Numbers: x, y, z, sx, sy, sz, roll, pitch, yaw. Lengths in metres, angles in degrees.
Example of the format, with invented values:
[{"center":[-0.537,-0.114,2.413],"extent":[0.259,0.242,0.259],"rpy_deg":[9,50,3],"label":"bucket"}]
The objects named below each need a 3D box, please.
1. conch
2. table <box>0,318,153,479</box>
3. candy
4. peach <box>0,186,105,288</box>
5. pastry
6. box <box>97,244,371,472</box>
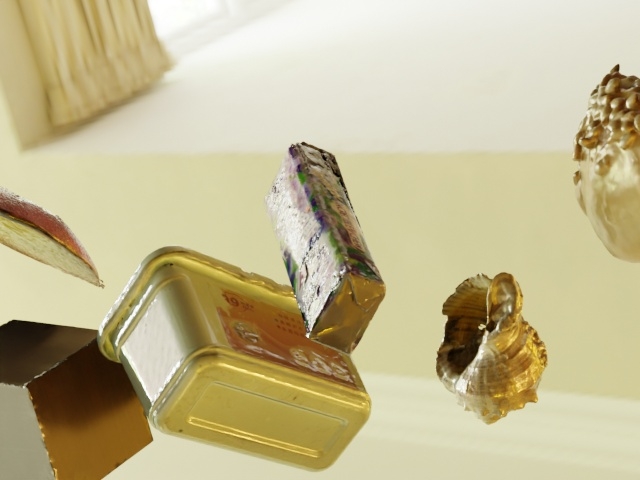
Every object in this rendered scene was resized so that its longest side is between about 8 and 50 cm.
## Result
[{"center":[0.254,0.157,2.043],"extent":[0.178,0.245,0.163],"rpy_deg":[12,-158,24],"label":"conch"},{"center":[-0.350,0.206,1.702],"extent":[0.193,0.169,0.172],"rpy_deg":[2,-157,37],"label":"table"},{"center":[0.000,0.000,1.393],"extent":[0.061,0.088,0.312],"rpy_deg":[18,-157,-19],"label":"candy"},{"center":[-0.419,-0.017,2.013],"extent":[0.189,0.279,0.068],"rpy_deg":[8,-112,51],"label":"peach"},{"center":[0.378,-0.121,1.302],"extent":[0.315,0.184,0.284],"rpy_deg":[-35,-171,12],"label":"pastry"},{"center":[-0.088,0.157,1.624],"extent":[0.312,0.175,0.182],"rpy_deg":[21,-155,-35],"label":"box"}]
